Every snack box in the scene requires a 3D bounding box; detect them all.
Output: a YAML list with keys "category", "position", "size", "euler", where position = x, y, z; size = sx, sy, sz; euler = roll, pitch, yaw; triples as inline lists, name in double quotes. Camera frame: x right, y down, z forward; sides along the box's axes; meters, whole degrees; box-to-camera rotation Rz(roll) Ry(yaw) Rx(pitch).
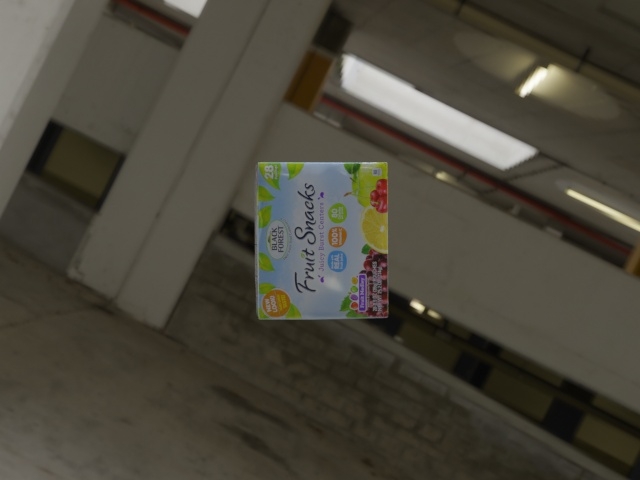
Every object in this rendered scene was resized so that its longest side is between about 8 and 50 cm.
- category: "snack box"
  position: [0.000, 0.000, 1.358]
  size: [0.175, 0.207, 0.070]
  euler: [0, 0, -6]
